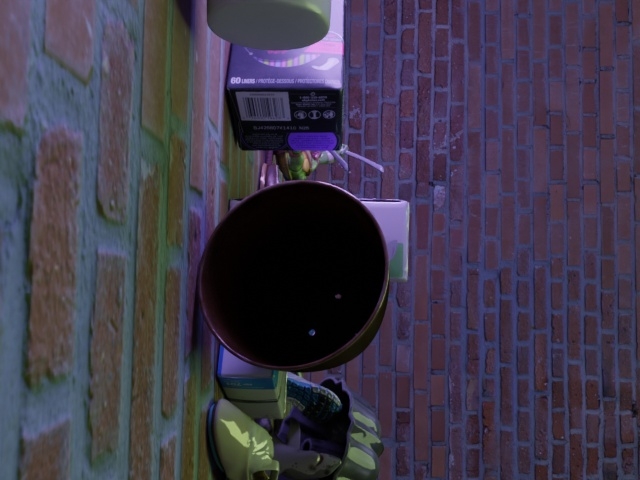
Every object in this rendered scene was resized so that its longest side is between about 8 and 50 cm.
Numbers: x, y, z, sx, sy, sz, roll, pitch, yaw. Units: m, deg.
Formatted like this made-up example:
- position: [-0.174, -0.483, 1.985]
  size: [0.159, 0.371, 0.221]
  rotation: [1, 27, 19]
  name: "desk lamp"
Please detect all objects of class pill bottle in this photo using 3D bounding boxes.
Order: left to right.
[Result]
- position: [-0.049, -0.362, 0.652]
  size: [0.169, 0.169, 0.302]
  rotation: [72, 18, -86]
  name: "pill bottle"

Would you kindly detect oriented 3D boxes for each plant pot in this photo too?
- position: [-0.005, 0.072, 0.789]
  size: [0.230, 0.215, 0.216]
  rotation: [55, 34, -65]
  name: "plant pot"

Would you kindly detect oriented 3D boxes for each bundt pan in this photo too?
- position: [0.015, 0.463, 1.341]
  size: [0.331, 0.124, 0.331]
  rotation: [-50, -158, 28]
  name: "bundt pan"

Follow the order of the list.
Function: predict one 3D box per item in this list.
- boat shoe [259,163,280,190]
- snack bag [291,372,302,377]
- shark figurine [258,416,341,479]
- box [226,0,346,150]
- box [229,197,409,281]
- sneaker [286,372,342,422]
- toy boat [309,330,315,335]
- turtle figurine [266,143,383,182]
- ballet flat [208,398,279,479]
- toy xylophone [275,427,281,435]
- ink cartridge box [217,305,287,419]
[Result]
- position: [-0.088, -0.062, 1.259]
  size: [0.073, 0.073, 0.207]
  rotation: [86, 4, -62]
  name: "boat shoe"
- position: [-0.056, 0.414, 1.837]
  size: [0.342, 0.037, 0.323]
  rotation: [86, -13, -75]
  name: "snack bag"
- position: [-0.074, 0.418, 1.289]
  size: [0.278, 0.166, 0.116]
  rotation: [44, -14, 55]
  name: "shark figurine"
- position: [-0.043, -0.286, 0.978]
  size: [0.143, 0.165, 0.271]
  rotation: [89, 2, -61]
  name: "box"
- position: [0.000, 0.000, 1.018]
  size: [0.231, 0.261, 0.127]
  rotation: [68, 24, -89]
  name: "box"
- position: [-0.044, 0.295, 1.263]
  size: [0.071, 0.190, 0.083]
  rotation: [-62, -168, 6]
  name: "sneaker"
- position: [-0.020, 0.151, 1.540]
  size: [0.318, 0.148, 0.267]
  rotation: [-53, -167, 2]
  name: "toy boat"
- position: [-0.003, -0.235, 1.351]
  size: [0.274, 0.197, 0.267]
  rotation: [-19, -95, 48]
  name: "turtle figurine"
- position: [-0.098, 0.297, 0.870]
  size: [0.086, 0.086, 0.249]
  rotation: [-88, 178, -46]
  name: "ballet flat"
- position: [-0.083, 0.529, 1.627]
  size: [0.322, 0.081, 0.237]
  rotation: [-38, 129, -89]
  name: "toy xylophone"
- position: [-0.093, 0.168, 0.938]
  size: [0.191, 0.082, 0.140]
  rotation: [90, 0, -58]
  name: "ink cartridge box"
